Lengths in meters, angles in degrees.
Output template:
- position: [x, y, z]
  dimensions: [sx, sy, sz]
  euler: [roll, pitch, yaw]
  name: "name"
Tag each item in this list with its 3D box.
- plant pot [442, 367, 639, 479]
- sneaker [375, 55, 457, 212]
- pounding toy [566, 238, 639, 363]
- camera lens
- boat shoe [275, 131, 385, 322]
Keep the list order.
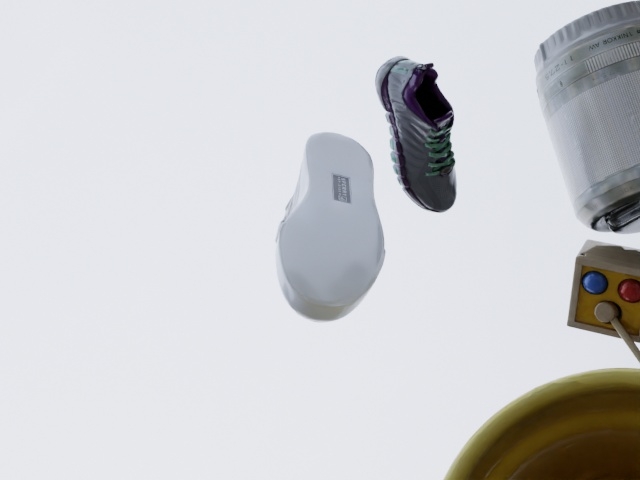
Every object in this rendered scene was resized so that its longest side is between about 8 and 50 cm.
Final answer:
- position: [0.205, 0.235, 0.653]
  dimensions: [0.254, 0.254, 0.239]
  euler: [-41, -23, -5]
  name: "plant pot"
- position: [0.140, -0.128, 1.247]
  dimensions: [0.083, 0.098, 0.224]
  euler: [-32, -65, -19]
  name: "sneaker"
- position: [0.417, 0.091, 1.345]
  dimensions: [0.100, 0.130, 0.141]
  euler: [-38, -45, -55]
  name: "pounding toy"
- position: [0.430, -0.160, 1.331]
  dimensions: [0.219, 0.219, 0.274]
  euler: [-8, -107, -18]
  name: "camera lens"
- position: [0.000, 0.000, 1.015]
  dimensions: [0.108, 0.301, 0.102]
  euler: [14, -55, -9]
  name: "boat shoe"
